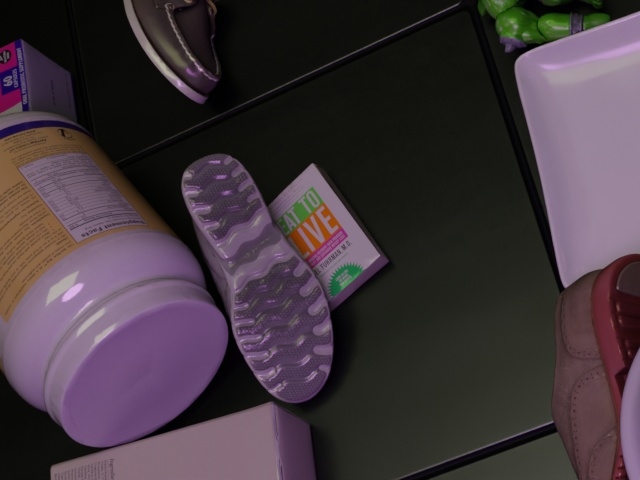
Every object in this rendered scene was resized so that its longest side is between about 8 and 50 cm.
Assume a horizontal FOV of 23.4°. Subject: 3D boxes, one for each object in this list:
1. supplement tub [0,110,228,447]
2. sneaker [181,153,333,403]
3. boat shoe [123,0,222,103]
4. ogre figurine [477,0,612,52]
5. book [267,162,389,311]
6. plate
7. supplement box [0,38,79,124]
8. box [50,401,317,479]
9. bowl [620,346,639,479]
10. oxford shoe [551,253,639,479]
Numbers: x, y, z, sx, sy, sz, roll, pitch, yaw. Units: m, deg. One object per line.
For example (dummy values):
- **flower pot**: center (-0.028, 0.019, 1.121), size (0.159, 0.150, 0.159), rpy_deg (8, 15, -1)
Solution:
- **supplement tub**: center (-0.274, 0.039, 1.687), size (0.241, 0.241, 0.331), rpy_deg (-46, 57, 4)
- **sneaker**: center (-0.062, 0.043, 1.670), size (0.105, 0.115, 0.281), rpy_deg (-20, 78, -6)
- **boat shoe**: center (-0.178, -0.294, 1.855), size (0.091, 0.109, 0.305), rpy_deg (-36, 54, 16)
- **ogre figurine**: center (0.223, -0.281, 1.656), size (0.118, 0.097, 0.197), rpy_deg (-25, 93, 2)
- **book**: center (0.000, 0.000, 1.691), size (0.096, 0.035, 0.144), rpy_deg (-42, 58, 11)
- **plate**: center (0.351, -0.106, 1.541), size (0.277, 0.045, 0.278), rpy_deg (-19, 64, 20)
- **supplement box**: center (-0.423, -0.142, 1.917), size (0.220, 0.114, 0.111), rpy_deg (-23, 62, 20)
- **box**: center (-0.144, 0.262, 1.617), size (0.275, 0.094, 0.113), rpy_deg (-16, 63, 20)
- **bowl**: center (0.409, 0.150, 1.292), size (0.297, 0.134, 0.298), rpy_deg (0, 75, 1)
- **oxford shoe**: center (0.286, 0.195, 1.435), size (0.130, 0.123, 0.348), rpy_deg (-26, 60, 58)
